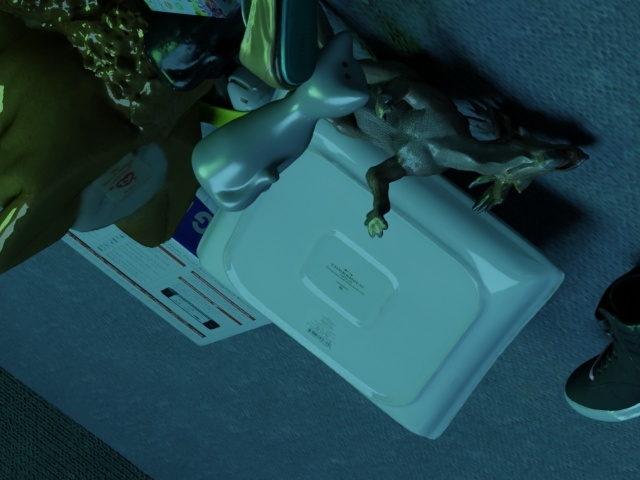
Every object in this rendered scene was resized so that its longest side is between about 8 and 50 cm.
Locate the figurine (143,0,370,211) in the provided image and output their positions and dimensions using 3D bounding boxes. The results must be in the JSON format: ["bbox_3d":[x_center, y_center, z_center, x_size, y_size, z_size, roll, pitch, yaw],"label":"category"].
[{"bbox_3d":[-0.048,-0.164,1.655,0.209,0.092,0.214,-38,66,39],"label":"figurine"}]

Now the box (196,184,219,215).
[{"bbox_3d":[0.000,0.000,2.036,0.290,0.087,0.169,47,156,-4],"label":"box"}]

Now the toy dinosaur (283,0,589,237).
[{"bbox_3d":[0.091,-0.115,1.718,0.295,0.200,0.127,47,127,30],"label":"toy dinosaur"}]

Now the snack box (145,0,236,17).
[{"bbox_3d":[-0.089,-0.264,1.607,0.100,0.141,0.037,11,150,44],"label":"snack box"}]

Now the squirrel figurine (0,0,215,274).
[{"bbox_3d":[-0.297,-0.215,1.910,0.370,0.281,0.397,49,130,22],"label":"squirrel figurine"}]

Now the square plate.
[{"bbox_3d":[0.040,0.033,1.893,0.347,0.049,0.344,38,139,6],"label":"square plate"}]

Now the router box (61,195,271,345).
[{"bbox_3d":[-0.217,-0.002,2.424,0.335,0.082,0.301,39,158,-13],"label":"router box"}]

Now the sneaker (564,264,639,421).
[{"bbox_3d":[0.321,0.098,1.851,0.147,0.104,0.296,43,151,-16],"label":"sneaker"}]

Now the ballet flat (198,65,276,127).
[{"bbox_3d":[-0.093,-0.157,1.942,0.231,0.077,0.077,16,139,41],"label":"ballet flat"}]

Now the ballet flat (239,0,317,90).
[{"bbox_3d":[-0.035,-0.243,1.532,0.073,0.080,0.232,25,116,38],"label":"ballet flat"}]
